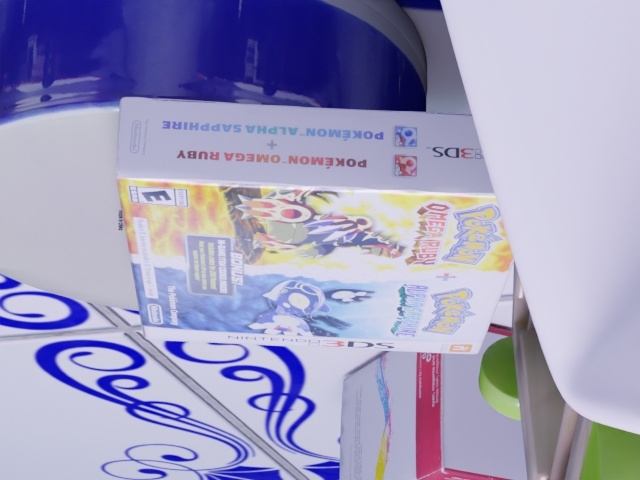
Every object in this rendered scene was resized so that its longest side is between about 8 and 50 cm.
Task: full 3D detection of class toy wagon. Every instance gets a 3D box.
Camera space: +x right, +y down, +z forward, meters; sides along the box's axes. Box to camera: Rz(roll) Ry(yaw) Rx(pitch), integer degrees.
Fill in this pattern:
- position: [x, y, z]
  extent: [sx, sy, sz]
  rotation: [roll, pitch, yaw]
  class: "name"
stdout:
- position: [0.127, 0.045, 0.732]
  extent: [0.068, 0.344, 0.267]
  rotation: [2, 129, -1]
  class: "toy wagon"

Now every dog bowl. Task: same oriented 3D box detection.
- position: [-0.075, -0.053, 0.844]
  extent: [0.265, 0.104, 0.265]
  rotation: [2, 156, 1]
  class: "dog bowl"

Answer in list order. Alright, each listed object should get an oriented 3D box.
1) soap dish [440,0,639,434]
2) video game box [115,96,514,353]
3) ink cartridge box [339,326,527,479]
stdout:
- position: [0.123, -0.078, 0.481]
  extent: [0.118, 0.290, 0.229]
  rotation: [-18, -177, -11]
  class: "soap dish"
- position: [0.000, 0.000, 0.772]
  extent: [0.187, 0.048, 0.205]
  rotation: [0, 156, -2]
  class: "video game box"
- position: [0.108, 0.156, 1.266]
  extent: [0.128, 0.127, 0.176]
  rotation: [13, 154, -23]
  class: "ink cartridge box"
